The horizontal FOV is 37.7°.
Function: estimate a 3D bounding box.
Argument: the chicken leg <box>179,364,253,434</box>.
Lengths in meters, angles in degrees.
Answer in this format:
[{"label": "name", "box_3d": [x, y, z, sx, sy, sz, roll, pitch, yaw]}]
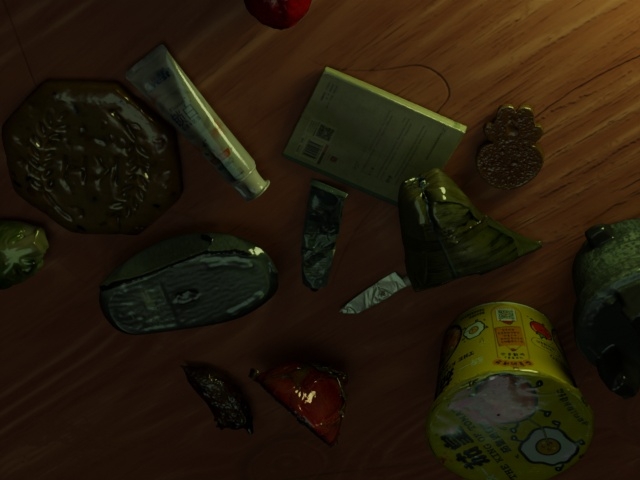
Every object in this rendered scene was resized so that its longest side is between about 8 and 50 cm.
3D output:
[{"label": "chicken leg", "box_3d": [-0.224, 0.359, 2.128, 0.105, 0.063, 0.234, -20, 119, 14]}]

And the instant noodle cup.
[{"label": "instant noodle cup", "box_3d": [0.371, 0.295, 1.890, 0.325, 0.254, 0.326, 3, 126, 4]}]

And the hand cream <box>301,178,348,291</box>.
[{"label": "hand cream", "box_3d": [0.000, 0.000, 1.844, 0.075, 0.052, 0.248, 8, 126, 0]}]

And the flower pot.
[{"label": "flower pot", "box_3d": [0.606, 0.114, 1.715, 0.299, 0.283, 0.299, 4, 127, 5]}]

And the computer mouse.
[{"label": "computer mouse", "box_3d": [-0.265, 0.081, 1.898, 0.373, 0.114, 0.203, -12, 121, 6]}]

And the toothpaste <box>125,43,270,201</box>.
[{"label": "toothpaste", "box_3d": [-0.216, -0.207, 1.716, 0.100, 0.066, 0.323, -31, 112, 25]}]

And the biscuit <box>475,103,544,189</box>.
[{"label": "biscuit", "box_3d": [0.346, -0.169, 1.696, 0.124, 0.026, 0.175, 3, 127, 3]}]

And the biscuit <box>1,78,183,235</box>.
[{"label": "biscuit", "box_3d": [-0.434, -0.149, 1.793, 0.359, 0.046, 0.359, 3, 127, 4]}]

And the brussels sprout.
[{"label": "brussels sprout", "box_3d": [-0.641, 0.027, 1.918, 0.181, 0.100, 0.139, -20, 102, 32]}]

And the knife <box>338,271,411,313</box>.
[{"label": "knife", "box_3d": [0.159, 0.083, 1.908, 0.297, 0.017, 0.047, -31, 109, 25]}]

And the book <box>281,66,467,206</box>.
[{"label": "book", "box_3d": [0.094, -0.178, 1.720, 0.282, 0.025, 0.215, 24, 127, -10]}]

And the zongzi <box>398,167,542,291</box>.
[{"label": "zongzi", "box_3d": [0.283, -0.040, 1.737, 0.274, 0.125, 0.251, -12, 134, -1]}]

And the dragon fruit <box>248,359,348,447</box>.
[{"label": "dragon fruit", "box_3d": [-0.016, 0.320, 2.021, 0.148, 0.223, 0.218, -49, 126, -8]}]

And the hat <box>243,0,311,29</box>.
[{"label": "hat", "box_3d": [-0.108, -0.452, 1.429, 0.274, 0.242, 0.332, 3, 140, 20]}]
